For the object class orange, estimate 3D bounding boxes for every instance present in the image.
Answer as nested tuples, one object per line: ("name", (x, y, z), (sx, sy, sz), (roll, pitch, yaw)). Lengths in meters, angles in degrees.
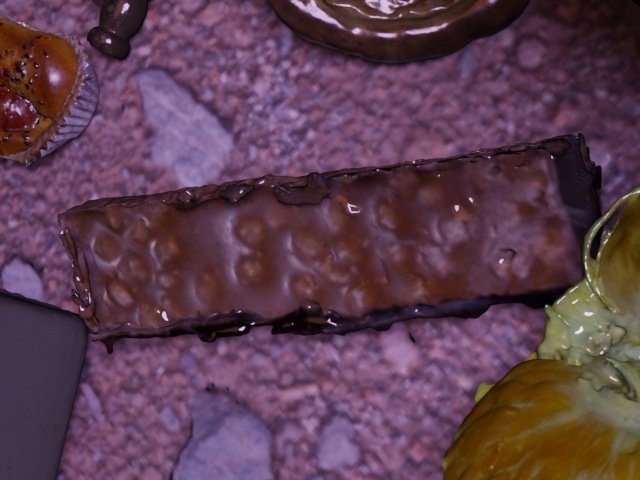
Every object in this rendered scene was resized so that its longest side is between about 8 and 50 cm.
("orange", (0.175, 0.077, 0.512), (0.237, 0.158, 0.179), (-59, 23, 4))

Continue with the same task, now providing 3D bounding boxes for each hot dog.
("hot dog", (-0.235, -0.112, 0.779), (0.192, 0.053, 0.099), (21, 90, 22))

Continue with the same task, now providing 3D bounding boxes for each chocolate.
("chocolate", (0.003, 0.000, 0.656), (0.329, 0.065, 0.102), (-7, 114, 22))

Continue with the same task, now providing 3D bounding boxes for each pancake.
("pancake", (0.045, -0.187, 0.640), (0.184, 0.020, 0.190), (43, 106, -7))

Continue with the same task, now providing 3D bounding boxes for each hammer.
("hammer", (-0.229, -0.209, 0.805), (0.292, 0.029, 0.058), (31, 95, 25))

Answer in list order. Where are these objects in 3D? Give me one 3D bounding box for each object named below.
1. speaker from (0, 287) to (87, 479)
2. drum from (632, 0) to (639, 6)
("speaker", (-0.353, 0.084, 0.744), (0.406, 0.183, 0.184), (14, 85, 25))
("drum", (0.221, -0.260, 0.380), (0.431, 0.214, 0.431), (2, 108, 6))
